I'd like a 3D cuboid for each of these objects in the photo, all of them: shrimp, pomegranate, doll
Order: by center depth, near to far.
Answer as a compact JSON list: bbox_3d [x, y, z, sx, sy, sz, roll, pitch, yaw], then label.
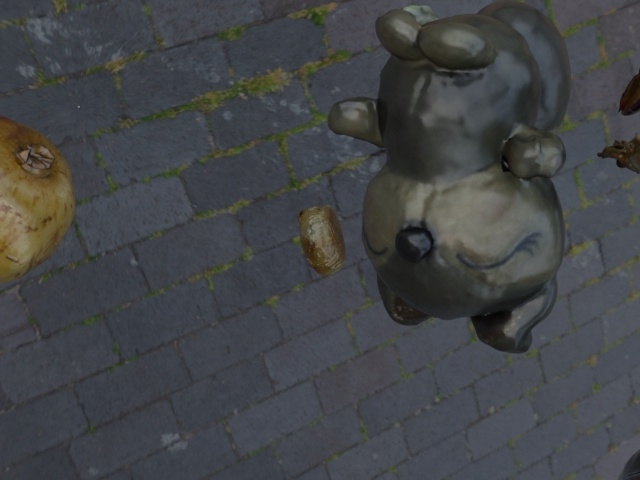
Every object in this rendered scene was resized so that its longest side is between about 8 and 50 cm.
[{"bbox_3d":[0.342,-0.111,0.631,0.053,0.236,0.133,-34,94,6],"label":"shrimp"},{"bbox_3d":[0.201,-0.074,0.702,0.378,0.252,0.383,-21,118,-32],"label":"doll"},{"bbox_3d":[-0.414,-0.059,0.759,0.215,0.215,0.216,-5,103,-21],"label":"pomegranate"}]

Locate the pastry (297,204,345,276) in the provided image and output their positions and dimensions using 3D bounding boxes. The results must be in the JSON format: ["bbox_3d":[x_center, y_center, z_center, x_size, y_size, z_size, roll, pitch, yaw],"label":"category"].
[{"bbox_3d":[0.004,-0.002,1.246,0.081,0.153,0.154,-11,107,6],"label":"pastry"}]

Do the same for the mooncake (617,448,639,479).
[{"bbox_3d":[0.449,0.350,0.660,0.305,0.306,0.154,-20,138,-17],"label":"mooncake"}]
